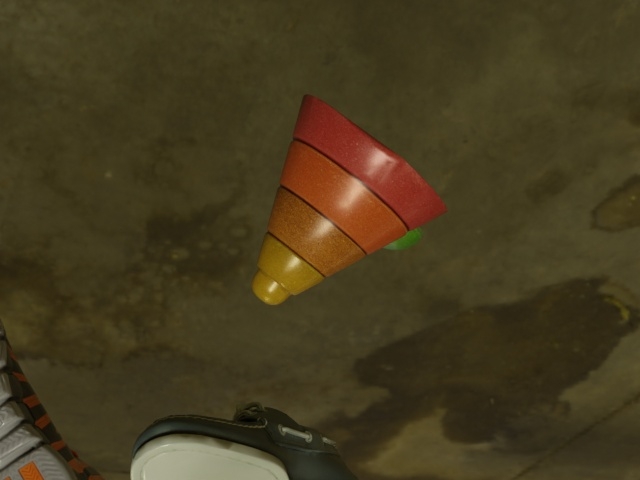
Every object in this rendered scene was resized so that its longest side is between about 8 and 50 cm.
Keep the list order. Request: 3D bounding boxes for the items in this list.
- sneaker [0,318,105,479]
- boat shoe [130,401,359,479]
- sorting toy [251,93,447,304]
[{"bbox_3d":[-0.298,0.179,0.758,0.125,0.321,0.180,-30,153,-14],"label":"sneaker"},{"bbox_3d":[-0.066,0.211,0.793,0.116,0.099,0.319,-35,141,17],"label":"boat shoe"},{"bbox_3d":[0.000,0.000,0.669,0.127,0.126,0.365,38,176,3],"label":"sorting toy"}]
